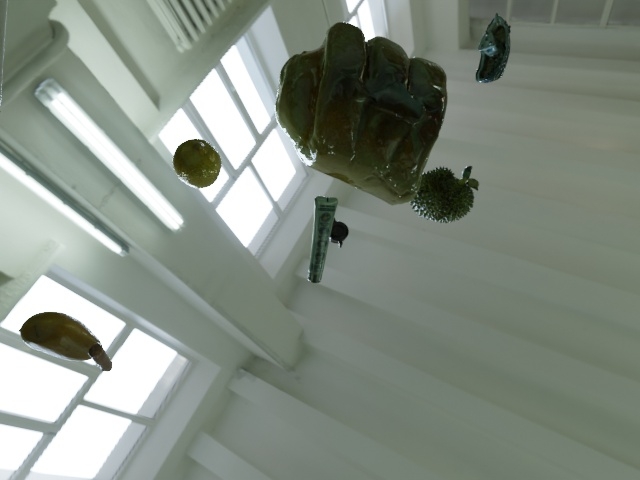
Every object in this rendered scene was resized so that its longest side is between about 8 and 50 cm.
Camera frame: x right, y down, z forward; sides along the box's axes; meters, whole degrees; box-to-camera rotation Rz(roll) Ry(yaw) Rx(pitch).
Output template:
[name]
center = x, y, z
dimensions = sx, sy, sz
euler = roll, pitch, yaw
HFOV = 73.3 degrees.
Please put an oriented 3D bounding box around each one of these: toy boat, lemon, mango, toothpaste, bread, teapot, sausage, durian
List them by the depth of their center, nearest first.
[toy boat]
center = 0.199, -0.222, 0.499
dimensions = 0.038, 0.038, 0.083
euler = 10, -95, 24
[bread]
center = 0.084, -0.268, 0.850
dimensions = 0.341, 0.210, 0.300
euler = 25, -101, -15
[toothpaste]
center = 0.000, 0.000, 1.123
dimensions = 0.062, 0.239, 0.039
euler = 3, -156, -13
[sausage]
center = -0.587, 0.320, 1.159
dimensions = 0.036, 0.158, 0.042
euler = 24, -124, 4
[durian]
center = 0.344, -0.117, 1.206
dimensions = 0.198, 0.159, 0.146
euler = 14, -114, 40
[mango]
center = -0.742, 0.283, 1.251
dimensions = 0.147, 0.227, 0.109
euler = -41, -146, 22
[teapot]
center = 0.050, -0.026, 1.329
dimensions = 0.068, 0.045, 0.100
euler = -11, -111, -15
[lemon]
center = -0.480, -0.298, 1.679
dimensions = 0.187, 0.244, 0.186
euler = 7, -123, -11

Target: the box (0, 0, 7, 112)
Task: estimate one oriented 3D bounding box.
[box]
center = -0.506, -0.276, 0.561
dimensions = 0.099, 0.133, 0.182
euler = 9, -84, 8
